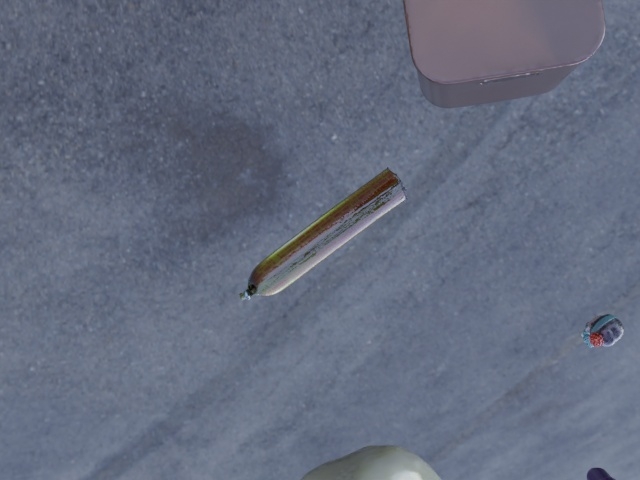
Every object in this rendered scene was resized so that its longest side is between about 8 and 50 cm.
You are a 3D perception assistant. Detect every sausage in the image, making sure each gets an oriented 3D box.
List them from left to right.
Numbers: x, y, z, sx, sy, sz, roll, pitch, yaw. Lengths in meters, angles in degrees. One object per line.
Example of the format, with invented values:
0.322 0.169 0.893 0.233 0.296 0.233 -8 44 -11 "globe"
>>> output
0.000 0.000 1.479 0.372 0.082 0.082 -36 147 -9 "sausage"

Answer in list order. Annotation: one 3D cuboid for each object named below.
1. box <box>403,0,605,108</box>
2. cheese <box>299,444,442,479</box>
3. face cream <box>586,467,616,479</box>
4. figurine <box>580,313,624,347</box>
0.230 -0.369 1.088 0.240 0.339 0.229 -8 177 8 "box"
0.100 0.344 0.718 0.351 0.328 0.130 2 174 -36 "cheese"
0.423 0.386 1.022 0.078 0.273 0.078 -3 110 -8 "face cream"
0.431 0.143 1.222 0.060 0.047 0.106 -34 171 -3 "figurine"
